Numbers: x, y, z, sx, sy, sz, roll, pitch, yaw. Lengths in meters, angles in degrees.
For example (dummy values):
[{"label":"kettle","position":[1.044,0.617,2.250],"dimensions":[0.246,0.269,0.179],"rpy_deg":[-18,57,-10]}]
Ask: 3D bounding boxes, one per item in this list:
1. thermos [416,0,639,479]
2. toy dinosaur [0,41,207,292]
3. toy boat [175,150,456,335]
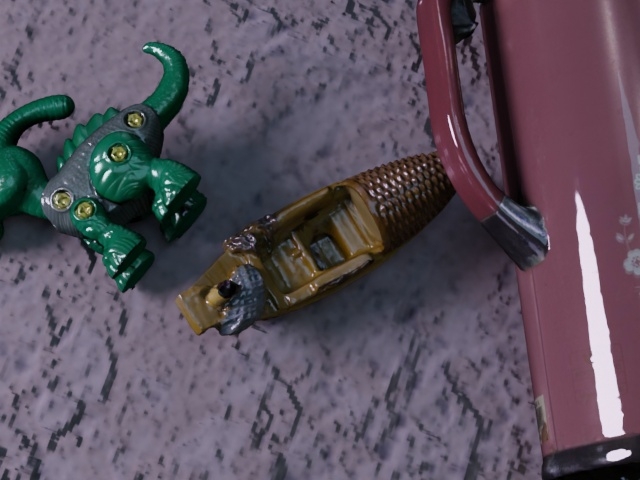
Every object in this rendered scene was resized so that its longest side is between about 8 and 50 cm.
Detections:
[{"label":"thermos","position":[0.123,-0.054,0.693],"dimensions":[0.136,0.109,0.330],"rpy_deg":[-8,74,8]},{"label":"toy dinosaur","position":[-0.103,-0.035,0.671],"dimensions":[0.096,0.059,0.132],"rpy_deg":[36,78,7]},{"label":"toy boat","position":[0.000,0.000,0.681],"dimensions":[0.149,0.049,0.047],"rpy_deg":[-29,81,-17]}]
